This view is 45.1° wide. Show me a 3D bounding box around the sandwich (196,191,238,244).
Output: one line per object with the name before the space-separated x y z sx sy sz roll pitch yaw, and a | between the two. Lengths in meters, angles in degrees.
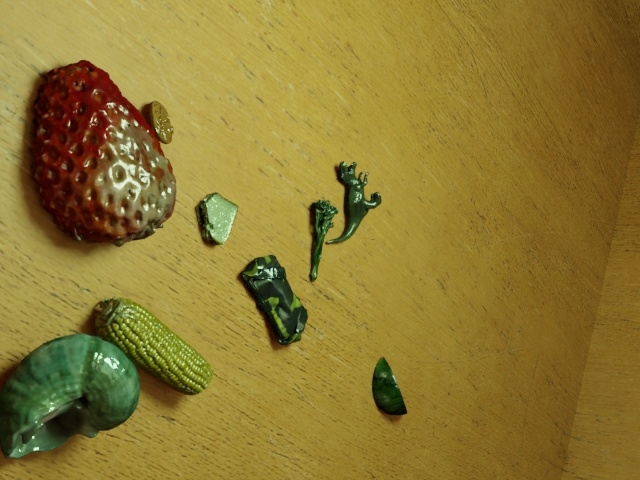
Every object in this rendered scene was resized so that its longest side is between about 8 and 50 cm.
sandwich | -0.224 -0.045 1.635 0.093 0.035 0.105 27 71 -46

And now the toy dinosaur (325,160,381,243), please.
toy dinosaur | 0.058 -0.100 1.966 0.178 0.087 0.187 -23 92 -8

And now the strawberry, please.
strawberry | -0.378 -0.157 1.382 0.265 0.149 0.336 -29 110 -43

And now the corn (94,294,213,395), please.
corn | -0.318 0.212 1.488 0.293 0.106 0.106 50 55 -38

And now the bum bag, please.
bum bag | -0.096 0.136 1.757 0.106 0.060 0.233 -42 118 -30

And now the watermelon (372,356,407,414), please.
watermelon | 0.200 0.410 2.075 0.092 0.075 0.182 -41 117 -45

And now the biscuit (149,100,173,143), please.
biscuit | -0.312 -0.232 1.525 0.078 0.015 0.091 34 41 -64

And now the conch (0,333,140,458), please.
conch | -0.418 0.261 1.329 0.220 0.195 0.277 -69 167 18

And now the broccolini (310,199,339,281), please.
broccolini | 0.007 0.001 1.876 0.073 0.058 0.201 5 85 -41
